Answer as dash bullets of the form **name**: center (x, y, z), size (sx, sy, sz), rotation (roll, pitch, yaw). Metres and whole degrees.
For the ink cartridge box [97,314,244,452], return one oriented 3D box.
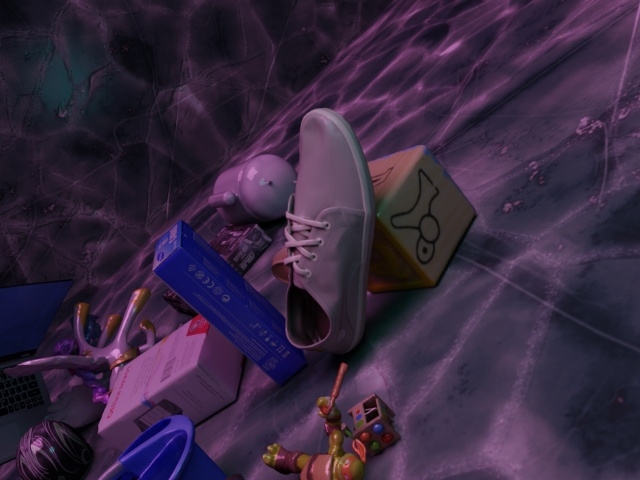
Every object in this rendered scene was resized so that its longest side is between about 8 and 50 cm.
- **ink cartridge box**: center (-0.324, 0.316, 1.510), size (0.306, 0.131, 0.226), rotation (-36, 23, 20)

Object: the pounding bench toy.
- **pounding bench toy**: center (0.067, 0.284, 1.001), size (0.083, 0.052, 0.065), rotation (-37, 22, 13)

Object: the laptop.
- **laptop**: center (-0.784, 0.344, 1.746), size (0.236, 0.407, 0.382), rotation (-24, -6, 17)

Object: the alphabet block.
- **alphabet block**: center (0.145, -0.036, 1.293), size (0.193, 0.192, 0.197), rotation (-14, 33, 53)

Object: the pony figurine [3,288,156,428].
- **pony figurine**: center (-0.603, 0.324, 1.797), size (0.351, 0.302, 0.363), rotation (-13, 45, 4)

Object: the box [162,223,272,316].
- **box**: center (-0.309, 0.084, 2.000), size (0.307, 0.076, 0.242), rotation (-51, 23, -21)

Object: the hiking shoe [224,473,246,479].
- **hiking shoe**: center (-0.156, 0.402, 0.994), size (0.114, 0.086, 0.227), rotation (-17, -20, -15)

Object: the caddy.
- **caddy**: center (-0.316, 0.462, 1.153), size (0.341, 0.179, 0.241), rotation (-50, 22, -19)

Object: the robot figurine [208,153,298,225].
- **robot figurine**: center (-0.196, -0.152, 2.085), size (0.300, 0.199, 0.353), rotation (-21, 6, -36)

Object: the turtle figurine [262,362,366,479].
- **turtle figurine**: center (-0.002, 0.326, 0.972), size (0.217, 0.087, 0.269), rotation (-29, 53, 46)

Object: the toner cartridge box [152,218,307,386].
- **toner cartridge box**: center (-0.176, 0.122, 1.324), size (0.075, 0.348, 0.165), rotation (-42, 21, 4)

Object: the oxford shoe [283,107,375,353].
- **oxford shoe**: center (0.000, 0.000, 1.170), size (0.130, 0.449, 0.169), rotation (-12, 20, -37)

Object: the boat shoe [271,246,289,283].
- **boat shoe**: center (-0.027, 0.077, 1.493), size (0.302, 0.109, 0.098), rotation (-1, 44, 52)

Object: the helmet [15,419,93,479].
- **helmet**: center (-0.658, 0.525, 1.644), size (0.169, 0.161, 0.169), rotation (-35, 22, 17)
